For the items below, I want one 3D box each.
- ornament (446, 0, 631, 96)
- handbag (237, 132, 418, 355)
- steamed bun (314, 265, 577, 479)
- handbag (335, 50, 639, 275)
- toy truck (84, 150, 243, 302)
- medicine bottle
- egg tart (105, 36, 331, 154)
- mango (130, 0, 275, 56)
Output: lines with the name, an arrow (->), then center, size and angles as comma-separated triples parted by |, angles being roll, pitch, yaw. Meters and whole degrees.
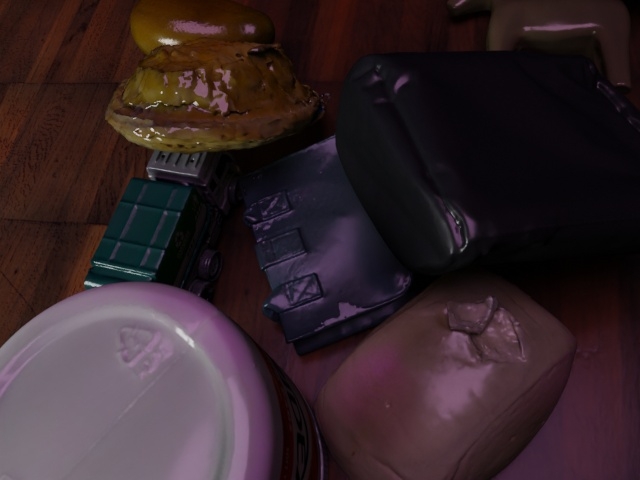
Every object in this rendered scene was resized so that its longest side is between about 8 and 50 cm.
ornament -> 0.277, -0.277, 0.742 | 0.230, 0.061, 0.245 | 4, 62, 17
handbag -> 0.000, 0.000, 0.661 | 0.179, 0.062, 0.229 | -23, 61, 3
steamed bun -> 0.111, 0.129, 0.515 | 0.238, 0.153, 0.170 | -39, 61, -12
handbag -> 0.186, -0.052, 0.557 | 0.301, 0.178, 0.275 | -6, 55, -18
toy truck -> -0.178, -0.006, 0.668 | 0.114, 0.124, 0.254 | 11, 67, 14
medicine bottle -> -0.134, 0.190, 0.486 | 0.252, 0.241, 0.253 | -5, 63, 9
egg tart -> -0.120, -0.192, 0.691 | 0.290, 0.107, 0.291 | 1, 29, -1
mango -> -0.168, -0.304, 0.820 | 0.227, 0.099, 0.136 | 10, 35, 19
